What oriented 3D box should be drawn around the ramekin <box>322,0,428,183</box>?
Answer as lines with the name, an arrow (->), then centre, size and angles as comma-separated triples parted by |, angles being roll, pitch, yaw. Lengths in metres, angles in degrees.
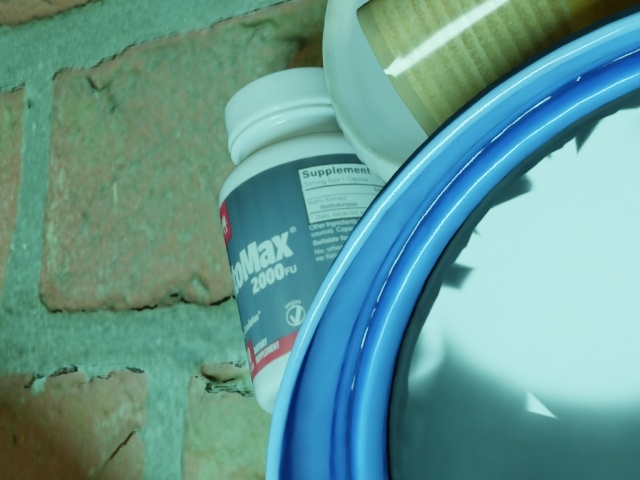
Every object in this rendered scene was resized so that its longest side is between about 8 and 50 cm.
ramekin -> 0.095, -0.104, 0.747 | 0.207, 0.109, 0.207 | -12, 73, 43

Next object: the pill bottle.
pill bottle -> 0.000, 0.000, 0.818 | 0.108, 0.108, 0.180 | -31, 60, 36

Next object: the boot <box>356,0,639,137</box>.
boot -> 0.167, -0.058, 0.590 | 0.211, 0.295, 0.104 | -28, 48, 14

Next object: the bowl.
bowl -> 0.177, 0.098, 0.502 | 0.391, 0.077, 0.391 | 5, 109, 13
